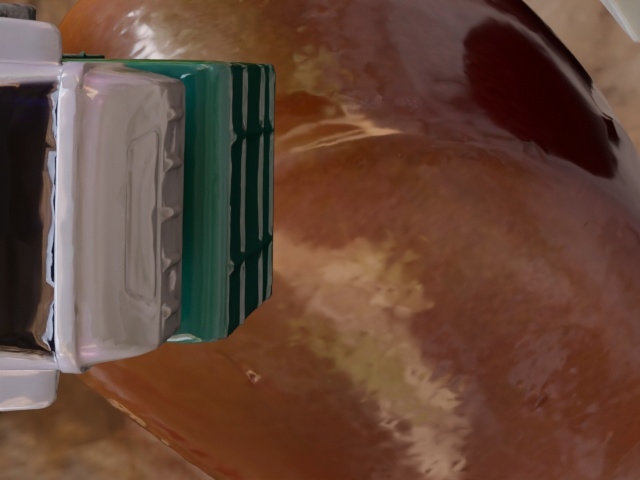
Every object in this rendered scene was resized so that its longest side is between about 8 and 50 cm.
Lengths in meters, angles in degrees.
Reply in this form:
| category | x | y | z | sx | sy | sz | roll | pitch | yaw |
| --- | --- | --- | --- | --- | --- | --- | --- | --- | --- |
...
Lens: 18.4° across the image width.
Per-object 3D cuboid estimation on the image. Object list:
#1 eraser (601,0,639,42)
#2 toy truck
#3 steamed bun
| category | x | y | z | sx | sy | sz | roll | pitch | yaw |
| --- | --- | --- | --- | --- | --- | --- | --- | --- | --- |
| eraser | 0.172 | -0.264 | 1.236 | 0.279 | 0.124 | 0.081 | 49 | -172 | -36 |
| toy truck | -0.081 | -0.016 | 0.594 | 0.253 | 0.124 | 0.114 | -57 | -32 | -84 |
| steamed bun | 0.046 | 0.002 | 1.003 | 0.379 | 0.248 | 0.235 | 39 | -158 | -36 |
